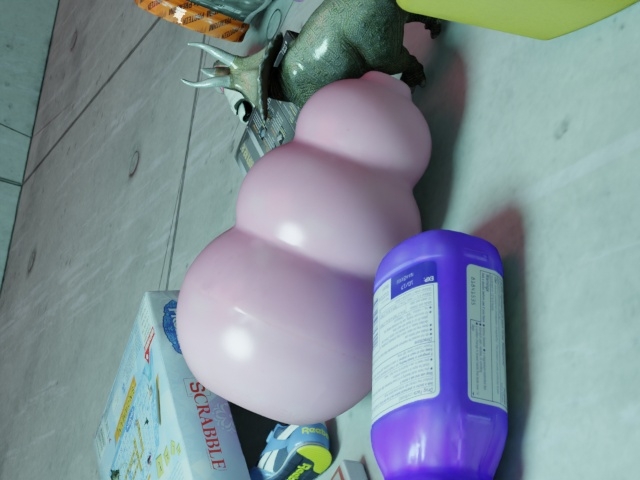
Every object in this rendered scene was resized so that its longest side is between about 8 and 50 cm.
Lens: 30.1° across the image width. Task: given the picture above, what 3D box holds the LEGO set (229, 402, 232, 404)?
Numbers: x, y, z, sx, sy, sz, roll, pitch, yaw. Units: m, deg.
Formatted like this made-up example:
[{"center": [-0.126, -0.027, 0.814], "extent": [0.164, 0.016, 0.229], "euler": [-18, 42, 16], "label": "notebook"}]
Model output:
[{"center": [-0.100, 0.134, 1.362], "extent": [0.227, 0.093, 0.087], "euler": [-23, 55, 61], "label": "LEGO set"}]

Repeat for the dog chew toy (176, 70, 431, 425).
[{"center": [0.000, 0.000, 1.115], "extent": [0.331, 0.207, 0.206], "euler": [-67, 24, -2], "label": "dog chew toy"}]

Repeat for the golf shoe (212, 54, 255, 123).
[{"center": [-0.109, -0.203, 1.615], "extent": [0.186, 0.068, 0.086], "euler": [13, 89, 66], "label": "golf shoe"}]

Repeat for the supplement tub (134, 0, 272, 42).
[{"center": [-0.126, -0.458, 1.633], "extent": [0.338, 0.207, 0.207], "euler": [-69, 24, 13], "label": "supplement tub"}]

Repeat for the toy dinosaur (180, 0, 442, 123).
[{"center": [0.034, -0.192, 1.162], "extent": [0.314, 0.160, 0.121], "euler": [-32, 63, 26], "label": "toy dinosaur"}]

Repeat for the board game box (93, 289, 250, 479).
[{"center": [-0.171, 0.276, 1.342], "extent": [0.318, 0.066, 0.318], "euler": [116, 144, -44], "label": "board game box"}]

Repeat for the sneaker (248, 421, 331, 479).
[{"center": [-0.035, 0.225, 1.223], "extent": [0.144, 0.053, 0.059], "euler": [-42, 37, 39], "label": "sneaker"}]

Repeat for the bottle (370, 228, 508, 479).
[{"center": [0.093, 0.136, 0.940], "extent": [0.118, 0.092, 0.282], "euler": [-40, 41, 53], "label": "bottle"}]

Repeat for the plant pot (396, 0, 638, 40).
[{"center": [0.156, -0.276, 0.933], "extent": [0.187, 0.212, 0.212], "euler": [126, 151, -62], "label": "plant pot"}]

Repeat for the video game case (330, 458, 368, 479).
[{"center": [-0.009, 0.374, 1.105], "extent": [0.285, 0.025, 0.204], "euler": [-61, 28, 27], "label": "video game case"}]

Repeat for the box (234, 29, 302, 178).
[{"center": [-0.023, -0.121, 1.393], "extent": [0.183, 0.056, 0.231], "euler": [-66, 25, 21], "label": "box"}]
